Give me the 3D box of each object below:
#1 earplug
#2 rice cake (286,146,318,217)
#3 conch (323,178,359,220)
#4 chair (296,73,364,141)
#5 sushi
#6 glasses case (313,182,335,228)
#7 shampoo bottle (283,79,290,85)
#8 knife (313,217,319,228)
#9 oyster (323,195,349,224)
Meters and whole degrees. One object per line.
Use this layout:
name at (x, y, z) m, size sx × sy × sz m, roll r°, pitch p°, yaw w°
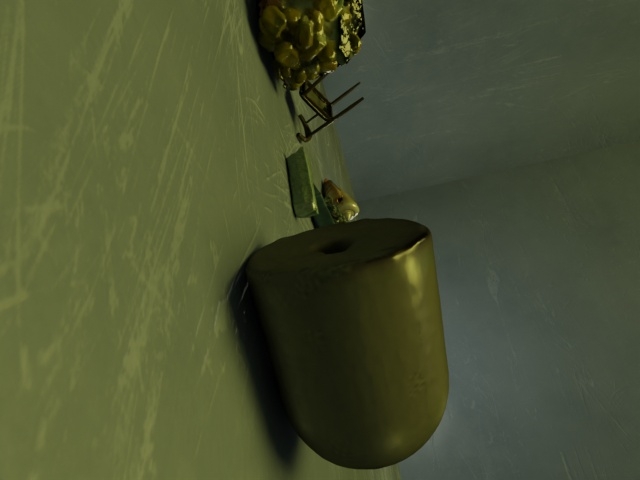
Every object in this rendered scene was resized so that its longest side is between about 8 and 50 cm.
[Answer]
earplug at (0.067, 0.184, 0.826) m, size 0.312 × 0.313 × 0.393 m, roll -68°, pitch 145°, yaw -75°
rice cake at (-0.053, -0.159, 1.350) m, size 0.063 × 0.069 × 0.206 m, roll 52°, pitch 25°, yaw -67°
conch at (0.065, -0.161, 2.061) m, size 0.158 × 0.127 × 0.255 m, roll 33°, pitch 13°, yaw -36°
chair at (-0.008, -0.492, 1.666) m, size 0.166 × 0.272 × 0.188 m, roll 40°, pitch 27°, yaw -27°
sushi at (-0.020, -0.623, 1.375) m, size 0.285 × 0.329 × 0.327 m, roll -100°, pitch 178°, yaw -54°
glasses case at (0.008, -0.075, 1.630) m, size 0.105 × 0.056 × 0.266 m, roll 58°, pitch -4°, yaw 48°
shampoo bottle at (-0.116, -0.615, 1.648) m, size 0.080 × 0.040 × 0.165 m, roll 66°, pitch 15°, yaw -52°
knife at (0.001, 0.000, 1.652) m, size 0.028 × 0.015 × 0.210 m, roll -68°, pitch 146°, yaw -83°
oyster at (0.076, -0.052, 1.826) m, size 0.199 × 0.087 × 0.252 m, roll 48°, pitch 8°, yaw -20°
